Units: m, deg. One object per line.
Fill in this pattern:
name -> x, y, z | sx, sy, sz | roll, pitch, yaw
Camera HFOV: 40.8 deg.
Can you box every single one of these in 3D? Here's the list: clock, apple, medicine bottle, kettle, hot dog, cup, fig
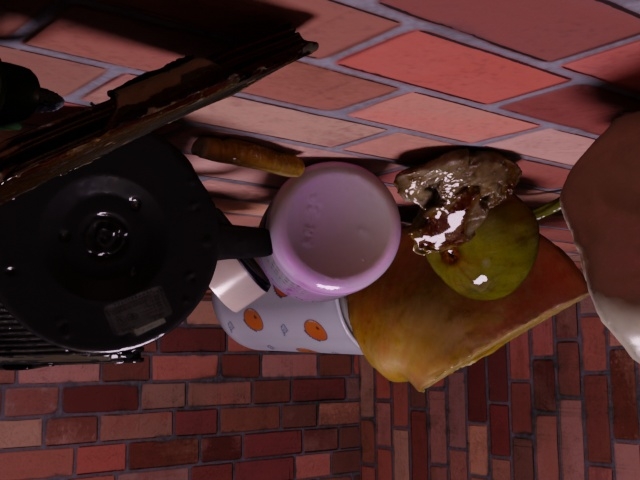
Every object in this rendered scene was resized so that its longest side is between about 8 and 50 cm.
clock -> -0.132, 0.017, 1.162 | 0.063, 0.156, 0.229 | -34, 167, 1
apple -> 0.202, 0.089, 1.249 | 0.314, 0.252, 0.309 | 19, -165, 37
medicine bottle -> 0.000, 0.000, 1.044 | 0.152, 0.152, 0.254 | 1, 172, -8
kettle -> -0.200, -0.016, 0.874 | 0.250, 0.207, 0.271 | -32, -172, -12
hot dog -> -0.067, -0.084, 0.868 | 0.137, 0.028, 0.044 | 10, -167, -43
cup -> -0.025, 0.081, 1.439 | 0.317, 0.212, 0.212 | -5, 171, 41
fig -> 0.214, -0.014, 1.091 | 0.142, 0.148, 0.186 | 35, -148, 13

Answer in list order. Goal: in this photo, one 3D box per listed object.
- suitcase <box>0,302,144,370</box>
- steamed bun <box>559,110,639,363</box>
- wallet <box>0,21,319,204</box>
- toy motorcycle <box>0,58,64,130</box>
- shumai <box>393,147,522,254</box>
suitcase -> -0.422, 0.070, 1.234 | 0.335, 0.230, 0.152 | 1, 172, -12
steamed bun -> 0.347, -0.008, 0.699 | 0.206, 0.275, 0.320 | -38, -177, 30
wallet -> -0.115, -0.077, 0.526 | 0.232, 0.031, 0.122 | -32, -172, -36
toy motorcycle -> -0.296, -0.089, 0.488 | 0.274, 0.125, 0.187 | 0, -178, -6
shumai -> 0.157, -0.050, 0.945 | 0.139, 0.105, 0.123 | -26, -176, -34
